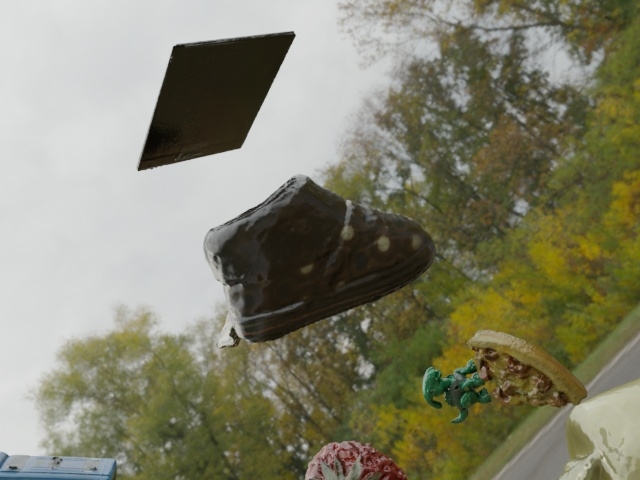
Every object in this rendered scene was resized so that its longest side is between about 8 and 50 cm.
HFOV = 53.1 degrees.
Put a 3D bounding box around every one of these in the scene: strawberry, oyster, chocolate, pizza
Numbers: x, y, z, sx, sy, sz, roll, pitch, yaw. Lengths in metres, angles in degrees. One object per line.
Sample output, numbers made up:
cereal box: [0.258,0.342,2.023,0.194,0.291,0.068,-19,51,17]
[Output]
strawberry: [0.075,0.460,1.185,0.205,0.205,0.244,-51,-18,4]
oyster: [-0.173,0.172,1.514,0.191,0.081,0.163,-65,13,1]
chocolate: [0.586,0.392,1.146,0.297,0.326,0.314,-6,7,-3]
pizza: [0.292,0.202,0.929,0.046,0.175,0.134,-48,-30,-36]

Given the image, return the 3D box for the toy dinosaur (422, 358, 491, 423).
toy dinosaur: [0.210,0.239,1.005,0.096,0.059,0.132,-20,-60,0]

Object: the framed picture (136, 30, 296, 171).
framed picture: [-0.208,-0.262,1.232,0.255,0.014,0.339,-20,-21,-36]

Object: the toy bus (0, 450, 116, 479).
toy bus: [-0.530,0.494,1.256,0.113,0.246,0.134,-154,70,-79]

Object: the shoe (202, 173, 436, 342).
shoe: [0.000,0.000,1.086,0.384,0.237,0.171,-21,13,-14]
